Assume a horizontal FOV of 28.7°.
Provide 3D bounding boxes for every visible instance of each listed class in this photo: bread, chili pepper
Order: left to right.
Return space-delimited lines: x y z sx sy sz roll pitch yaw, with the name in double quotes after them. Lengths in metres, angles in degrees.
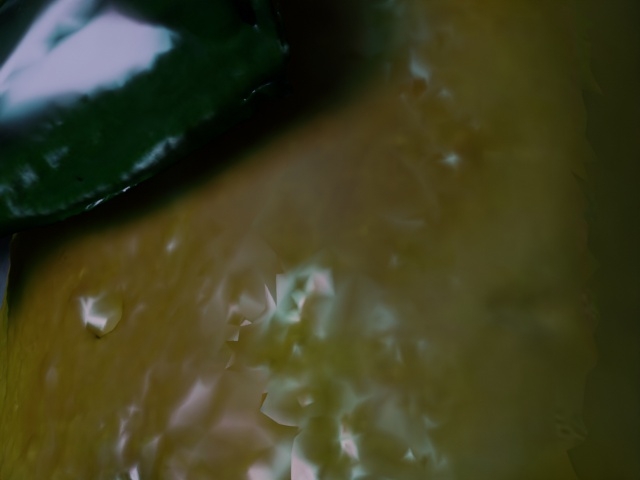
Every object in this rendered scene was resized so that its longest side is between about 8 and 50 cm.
-0.091 -0.046 0.415 0.216 0.062 0.108 -43 50 18 "chili pepper"
0.000 0.000 0.519 0.361 0.250 0.394 -11 68 33 "bread"

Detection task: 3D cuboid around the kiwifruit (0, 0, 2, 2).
-0.291 -0.105 0.912 0.234 0.196 0.196 -54 47 13 "kiwifruit"
